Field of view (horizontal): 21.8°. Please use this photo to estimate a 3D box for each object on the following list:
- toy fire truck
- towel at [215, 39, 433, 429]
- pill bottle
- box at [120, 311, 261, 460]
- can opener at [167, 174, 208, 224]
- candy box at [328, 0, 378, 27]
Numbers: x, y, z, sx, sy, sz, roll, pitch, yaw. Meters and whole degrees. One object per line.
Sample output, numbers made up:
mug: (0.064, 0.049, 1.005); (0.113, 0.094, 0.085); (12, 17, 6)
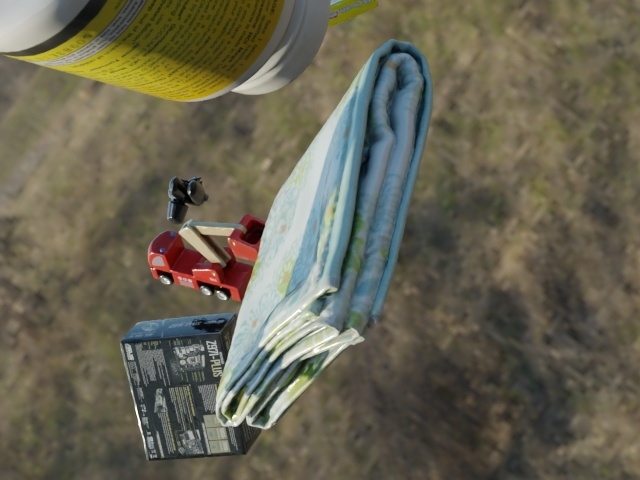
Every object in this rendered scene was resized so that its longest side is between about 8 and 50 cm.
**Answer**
toy fire truck: (-0.142, 0.014, 2.120); (0.047, 0.192, 0.135); (-59, -29, -34)
towel: (0.000, 0.000, 1.833); (0.320, 0.090, 0.374); (-48, 22, 53)
pill bottle: (-0.139, -0.210, 1.285); (0.188, 0.188, 0.334); (-52, -29, 17)
box: (-0.174, 0.198, 2.244); (0.147, 0.180, 0.077); (-7, 17, 17)
can opener: (-0.188, -0.066, 2.371); (0.186, 0.059, 0.073); (132, 141, -80)
candy box: (0.007, -0.270, 1.970); (0.105, 0.027, 0.206); (-25, 10, 0)
